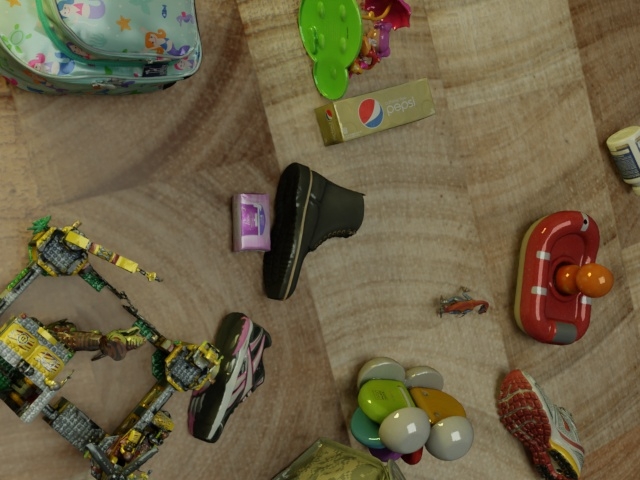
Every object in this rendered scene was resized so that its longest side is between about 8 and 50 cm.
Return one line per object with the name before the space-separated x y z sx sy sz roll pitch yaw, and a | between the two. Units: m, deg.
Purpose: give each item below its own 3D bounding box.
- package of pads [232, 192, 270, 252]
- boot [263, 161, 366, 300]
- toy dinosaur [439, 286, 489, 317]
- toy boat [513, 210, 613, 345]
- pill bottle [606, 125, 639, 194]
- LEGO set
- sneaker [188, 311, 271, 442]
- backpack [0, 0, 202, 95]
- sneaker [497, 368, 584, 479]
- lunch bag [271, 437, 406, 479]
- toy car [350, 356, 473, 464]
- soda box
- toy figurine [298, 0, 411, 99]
package of pads | -0.098 -0.024 1.100 0.050 0.032 0.083 -1 88 -31
boot | 0.000 0.000 1.135 0.137 0.077 0.197 18 81 -33
toy dinosaur | 0.234 0.110 1.265 0.082 0.090 0.047 0 105 1
toy boat | 0.427 0.063 1.325 0.151 0.151 0.231 11 83 -29
pill bottle | 0.593 -0.148 1.475 0.067 0.067 0.120 -37 106 -25
LEGO set | -0.261 0.139 0.909 0.255 0.192 0.331 -43 108 -24
sneaker | -0.113 0.193 1.065 0.077 0.072 0.178 29 80 -37
backpack | -0.275 -0.285 0.931 0.254 0.191 0.225 -8 93 -24
sneaker | 0.378 0.311 1.339 0.093 0.088 0.225 -45 110 -45
lunch bag | 0.070 0.413 1.033 0.169 0.287 0.235 -35 104 -26
toy car | 0.123 0.270 1.167 0.182 0.159 0.136 16 117 -28
soda box | 0.086 -0.196 1.196 0.181 0.058 0.061 -20 98 -28
toy figurine | 0.069 -0.310 1.173 0.159 0.130 0.173 -23 121 -38
